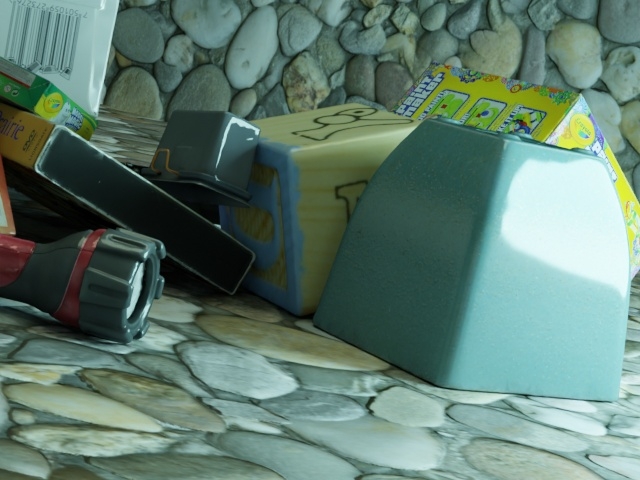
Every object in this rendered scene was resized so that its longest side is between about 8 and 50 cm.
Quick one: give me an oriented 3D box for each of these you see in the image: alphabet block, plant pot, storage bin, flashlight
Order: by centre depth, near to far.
[{"bbox_3d":[-0.297,0.010,1.493,0.304,0.103,0.103,15,10,10],"label":"flashlight"},{"bbox_3d":[0.178,0.009,1.737,0.247,0.252,0.247,8,9,-34],"label":"plant pot"},{"bbox_3d":[-0.132,-0.096,1.816,0.098,0.091,0.135,23,-11,-38],"label":"storage bin"},{"bbox_3d":[0.009,-0.042,1.899,0.197,0.193,0.192,-12,20,-28],"label":"alphabet block"}]

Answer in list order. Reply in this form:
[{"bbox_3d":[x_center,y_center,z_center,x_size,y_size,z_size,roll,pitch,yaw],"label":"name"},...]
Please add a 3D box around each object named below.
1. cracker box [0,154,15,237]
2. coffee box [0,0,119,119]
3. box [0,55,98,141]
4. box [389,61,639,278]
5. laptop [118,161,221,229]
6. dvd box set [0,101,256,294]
[{"bbox_3d":[-0.434,-0.068,1.660,0.232,0.156,0.067,8,-35,-39],"label":"cracker box"},{"bbox_3d":[-0.452,-0.334,2.220,0.337,0.338,0.334,11,-7,-14],"label":"coffee box"},{"bbox_3d":[-0.317,-0.154,1.837,0.105,0.043,0.179,27,-8,16],"label":"box"},{"bbox_3d":[0.253,-0.060,2.216,0.279,0.177,0.290,20,-27,46],"label":"box"},{"bbox_3d":[-0.178,-0.016,2.239,0.234,0.137,0.264,9,37,-26],"label":"laptop"},{"bbox_3d":[-0.303,-0.075,1.926,0.307,0.062,0.420,35,-9,-39],"label":"dvd box set"}]
